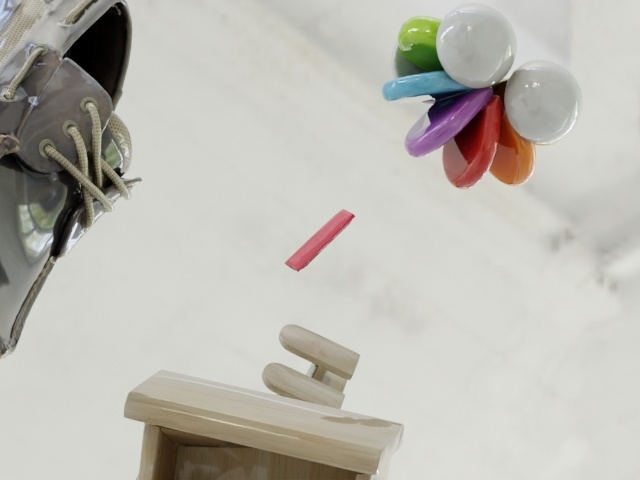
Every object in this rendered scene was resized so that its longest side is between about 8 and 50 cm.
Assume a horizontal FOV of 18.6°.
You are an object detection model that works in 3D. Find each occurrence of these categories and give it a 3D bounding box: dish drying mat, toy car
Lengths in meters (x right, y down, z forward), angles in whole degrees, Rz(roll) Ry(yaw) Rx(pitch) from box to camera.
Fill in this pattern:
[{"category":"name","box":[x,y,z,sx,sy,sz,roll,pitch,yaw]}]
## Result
[{"category":"dish drying mat","box":[0.000,0.000,2.014,0.008,0.083,0.032,50,-10,-30]},{"category":"toy car","box":[0.131,-0.120,1.763,0.182,0.136,0.159,39,-16,-16]}]

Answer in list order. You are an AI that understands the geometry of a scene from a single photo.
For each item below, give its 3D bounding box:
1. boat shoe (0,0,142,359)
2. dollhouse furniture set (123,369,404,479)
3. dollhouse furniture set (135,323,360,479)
[{"category":"boat shoe","box":[-0.192,-0.067,1.300,0.130,0.355,0.132,-8,-45,9]},{"category":"dollhouse furniture set","box":[-0.094,0.260,1.124,0.362,0.394,0.256,11,-76,14]},{"category":"dollhouse furniture set","box":[-0.091,0.224,2.085,0.161,0.242,0.212,25,-57,-1]}]
